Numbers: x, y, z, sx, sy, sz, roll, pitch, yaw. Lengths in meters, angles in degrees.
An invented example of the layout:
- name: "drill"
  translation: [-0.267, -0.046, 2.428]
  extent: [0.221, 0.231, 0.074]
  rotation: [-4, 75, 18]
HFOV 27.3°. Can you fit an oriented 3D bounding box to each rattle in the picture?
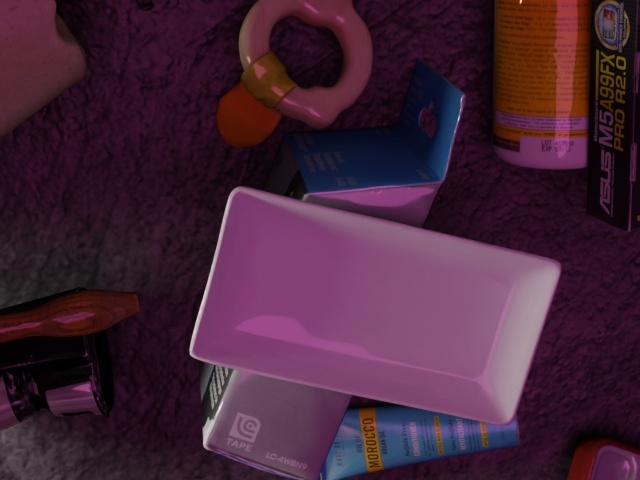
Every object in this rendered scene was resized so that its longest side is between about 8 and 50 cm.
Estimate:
- name: "rattle"
  translation: [-0.010, -0.188, 1.226]
  extent: [0.130, 0.143, 0.200]
  rotation: [17, 68, 1]

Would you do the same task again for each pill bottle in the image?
- name: "pill bottle"
  translation: [0.217, -0.179, 1.206]
  extent: [0.117, 0.117, 0.215]
  rotation: [-2, 106, -5]

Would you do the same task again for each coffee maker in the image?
- name: "coffee maker"
  translation: [-0.295, 0.098, 1.233]
  extent: [0.178, 0.120, 0.171]
  rotation: [-13, 105, -2]

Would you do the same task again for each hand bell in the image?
- name: "hand bell"
  translation: [-0.280, 0.076, 1.154]
  extent: [0.242, 0.126, 0.126]
  rotation: [-11, 106, -13]

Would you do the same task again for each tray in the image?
- name: "tray"
  translation: [0.043, 0.051, 1.037]
  extent: [0.270, 0.030, 0.145]
  rotation: [13, 105, -10]

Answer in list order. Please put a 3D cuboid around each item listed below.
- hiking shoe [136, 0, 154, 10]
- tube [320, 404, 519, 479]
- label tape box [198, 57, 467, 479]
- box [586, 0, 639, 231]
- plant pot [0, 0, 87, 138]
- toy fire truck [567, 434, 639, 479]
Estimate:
- name: "hiking shoe"
  translation: [-0.124, -0.329, 1.105]
  extent: [0.132, 0.113, 0.304]
  rotation: [9, 139, -41]
- name: "tube"
  translation: [0.096, 0.196, 1.336]
  extent: [0.207, 0.052, 0.080]
  rotation: [-9, 96, 4]
- name: "label tape box"
  translation: [0.000, 0.000, 1.165]
  extent: [0.115, 0.249, 0.348]
  rotation: [18, 103, -10]
- name: "box"
  translation: [0.363, -0.145, 1.191]
  extent: [0.270, 0.060, 0.216]
  rotation: [-16, 117, -26]
- name: "plant pot"
  translation: [-0.373, -0.158, 1.076]
  extent: [0.305, 0.334, 0.334]
  rotation: [-31, 106, -8]
- name: "toy fire truck"
  translation: [0.376, 0.357, 1.355]
  extent: [0.302, 0.169, 0.254]
  rotation: [19, 84, -11]
